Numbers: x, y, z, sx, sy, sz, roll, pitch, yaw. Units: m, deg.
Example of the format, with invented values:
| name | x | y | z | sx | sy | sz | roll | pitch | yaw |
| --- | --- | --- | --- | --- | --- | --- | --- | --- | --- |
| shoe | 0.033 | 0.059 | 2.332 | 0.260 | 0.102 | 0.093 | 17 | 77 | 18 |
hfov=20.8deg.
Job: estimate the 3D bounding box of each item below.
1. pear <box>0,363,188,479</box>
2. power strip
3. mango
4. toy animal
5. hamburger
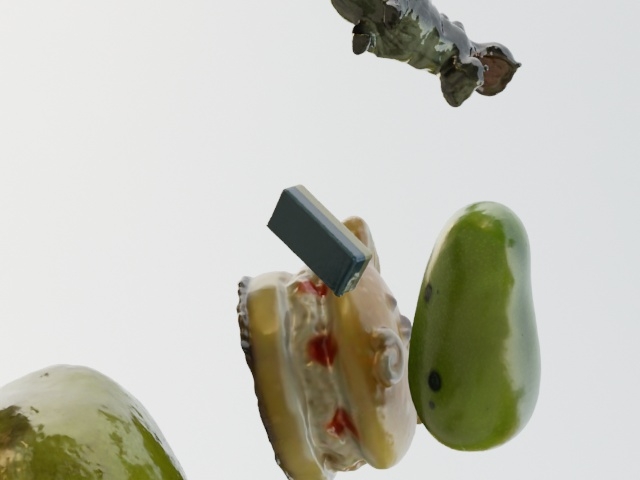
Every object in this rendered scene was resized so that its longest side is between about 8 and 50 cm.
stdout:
| name | x | y | z | sx | sy | sz | roll | pitch | yaw |
| --- | --- | --- | --- | --- | --- | --- | --- | --- | --- |
| pear | -0.282 | 0.334 | 1.772 | 0.351 | 0.413 | 0.352 | 11 | -30 | 6 |
| power strip | 0.000 | 0.000 | 1.813 | 0.123 | 0.032 | 0.056 | 45 | -50 | 26 |
| mango | 0.167 | 0.092 | 1.874 | 0.175 | 0.143 | 0.293 | -109 | -161 | -63 |
| toy animal | 0.098 | -0.275 | 2.152 | 0.343 | 0.168 | 0.106 | 41 | -58 | -13 |
| hamburger | 0.023 | 0.133 | 2.088 | 0.261 | 0.186 | 0.303 | 63 | 12 | -52 |
